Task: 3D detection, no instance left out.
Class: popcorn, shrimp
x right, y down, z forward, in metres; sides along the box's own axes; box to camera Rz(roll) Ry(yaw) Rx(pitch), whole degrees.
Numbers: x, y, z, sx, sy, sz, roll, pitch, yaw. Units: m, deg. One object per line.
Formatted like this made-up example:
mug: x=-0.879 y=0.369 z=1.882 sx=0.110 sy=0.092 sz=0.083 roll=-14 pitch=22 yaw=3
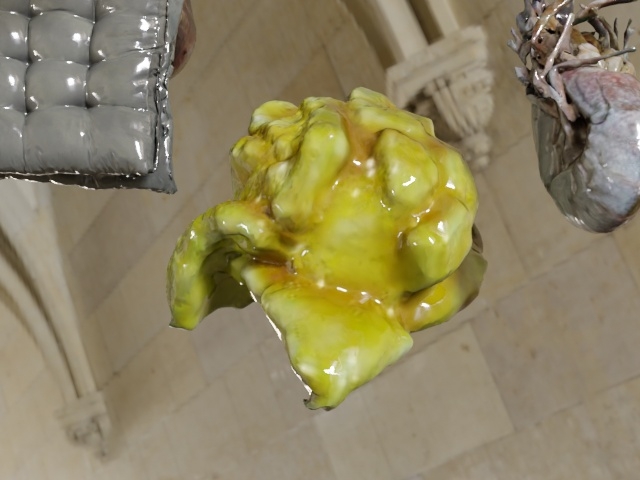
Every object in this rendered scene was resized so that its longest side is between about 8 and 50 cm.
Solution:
popcorn: x=-0.003 y=-0.004 z=1.073 sx=0.325 sy=0.290 sz=0.321 roll=-10 pitch=2 yaw=12
shrimp: x=0.232 y=-0.154 z=0.988 sx=0.116 sy=0.343 sz=0.145 roll=-4 pitch=-40 yaw=-1

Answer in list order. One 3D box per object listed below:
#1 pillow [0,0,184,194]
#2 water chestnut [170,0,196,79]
pillow: x=-0.294 y=-0.169 z=1.044 sx=0.326 sy=0.228 sz=0.101 roll=3 pitch=-10 yaw=2
water chestnut: x=-0.320 y=-0.276 z=1.331 sx=0.335 sy=0.347 sz=0.335 roll=7 pitch=-24 yaw=3
